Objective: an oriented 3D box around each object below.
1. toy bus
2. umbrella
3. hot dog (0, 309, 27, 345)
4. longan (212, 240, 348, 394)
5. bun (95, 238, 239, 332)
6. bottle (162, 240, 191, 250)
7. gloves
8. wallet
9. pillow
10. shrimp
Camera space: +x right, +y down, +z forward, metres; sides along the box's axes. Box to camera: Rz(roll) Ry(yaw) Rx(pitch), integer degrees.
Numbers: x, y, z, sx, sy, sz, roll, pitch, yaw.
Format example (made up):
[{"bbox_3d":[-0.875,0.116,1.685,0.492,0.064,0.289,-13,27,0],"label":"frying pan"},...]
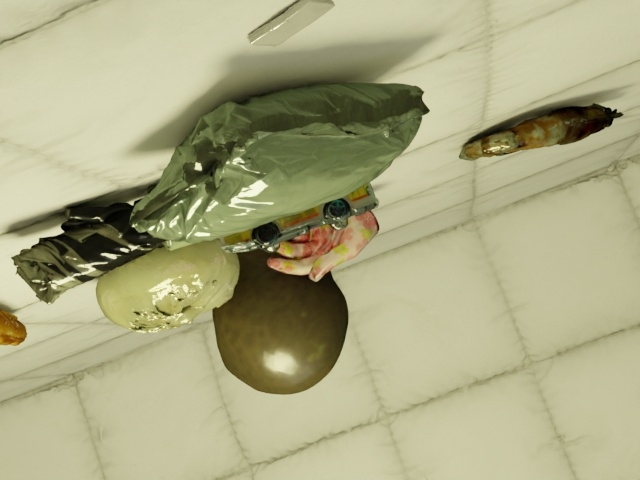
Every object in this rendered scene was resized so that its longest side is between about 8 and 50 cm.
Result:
[{"bbox_3d":[-0.042,-0.053,1.547,0.268,0.106,0.092,-18,172,0],"label":"toy bus"},{"bbox_3d":[-0.251,-0.029,1.305,0.357,0.106,0.113,-27,-177,-12],"label":"umbrella"},{"bbox_3d":[-0.606,0.164,1.692,0.115,0.072,0.269,-20,173,-10],"label":"hot dog"},{"bbox_3d":[-0.093,0.149,1.947,0.288,0.350,0.288,-16,151,-9],"label":"longan"},{"bbox_3d":[-0.283,0.095,1.789,0.287,0.146,0.287,-18,173,-2],"label":"bun"},{"bbox_3d":[-0.149,-0.046,1.441,0.201,0.072,0.072,-17,171,-21],"label":"bottle"},{"bbox_3d":[-0.002,0.002,1.866,0.241,0.145,0.126,-27,172,-16],"label":"gloves"},{"bbox_3d":[-0.028,-0.207,0.892,0.083,0.011,0.044,-26,170,34],"label":"wallet"},{"bbox_3d":[-0.057,-0.091,1.141,0.310,0.138,0.283,-18,173,-39],"label":"pillow"},{"bbox_3d":[0.431,-0.209,1.868,0.365,0.071,0.233,-16,180,-32],"label":"shrimp"}]
